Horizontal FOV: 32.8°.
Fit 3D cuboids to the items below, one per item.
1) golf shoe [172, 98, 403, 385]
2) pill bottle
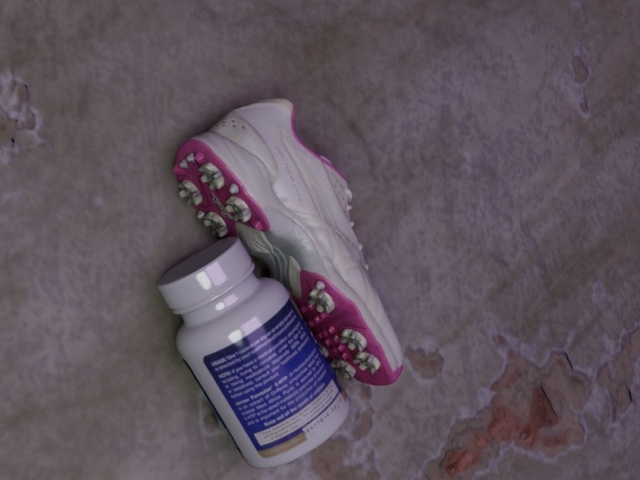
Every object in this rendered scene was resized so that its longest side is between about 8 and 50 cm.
[{"bbox_3d":[0.000,0.000,1.027,0.140,0.115,0.306,-48,111,-33],"label":"golf shoe"},{"bbox_3d":[-0.063,0.097,0.967,0.112,0.112,0.186,-37,105,-32],"label":"pill bottle"}]
